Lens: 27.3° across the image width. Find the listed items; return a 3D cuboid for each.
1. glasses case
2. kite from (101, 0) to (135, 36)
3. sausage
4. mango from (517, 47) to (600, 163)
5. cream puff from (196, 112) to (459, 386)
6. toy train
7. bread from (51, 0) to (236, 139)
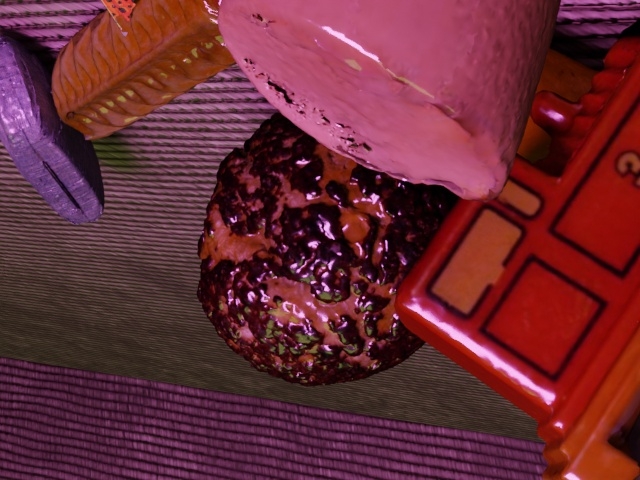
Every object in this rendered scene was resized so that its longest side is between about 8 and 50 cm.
[{"bbox_3d":[-0.253,-0.096,1.221,0.067,0.109,0.282,-21,164,-1],"label":"glasses case"},{"bbox_3d":[-0.152,-0.222,0.829,0.125,0.008,0.222,28,147,-7],"label":"kite"},{"bbox_3d":[0.046,-0.151,0.491,0.123,0.252,0.123,16,169,3],"label":"sausage"},{"bbox_3d":[0.100,-0.090,0.873,0.262,0.108,0.157,20,-173,-4],"label":"mango"},{"bbox_3d":[0.000,0.000,1.073,0.239,0.239,0.165,2,170,40],"label":"cream puff"},{"bbox_3d":[0.194,0.006,0.744,0.232,0.369,0.163,33,174,8],"label":"toy train"},{"bbox_3d":[-0.125,-0.146,0.993,0.077,0.084,0.367,-22,-176,-28],"label":"bread"}]
